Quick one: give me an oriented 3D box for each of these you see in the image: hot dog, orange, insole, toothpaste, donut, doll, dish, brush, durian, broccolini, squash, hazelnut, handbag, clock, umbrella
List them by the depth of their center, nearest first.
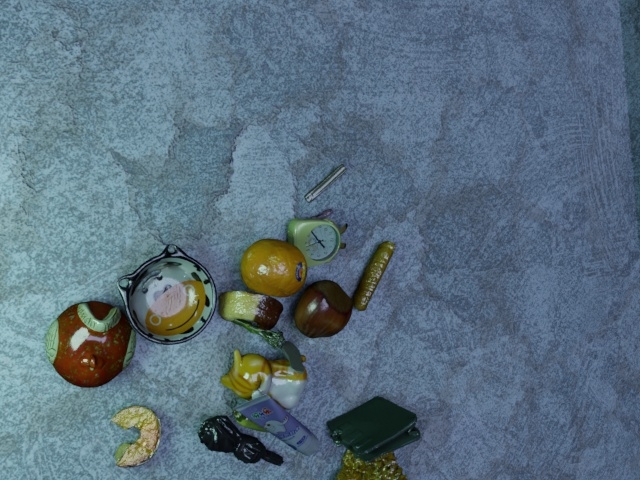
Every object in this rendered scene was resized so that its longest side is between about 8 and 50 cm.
[{"bbox_3d":[-0.555,0.582,1.706,0.146,0.078,0.181,-8,87,-28],"label":"donut"},{"bbox_3d":[-0.467,0.171,1.723,0.303,0.120,0.302,1,89,-28],"label":"dish"},{"bbox_3d":[-0.223,0.226,1.825,0.217,0.141,0.085,15,66,-14],"label":"donut"},{"bbox_3d":[-0.150,0.090,1.834,0.220,0.219,0.192,1,82,-27],"label":"orange"},{"bbox_3d":[-0.251,0.670,1.852,0.340,0.118,0.118,35,74,-32],"label":"umbrella"},{"bbox_3d":[-0.169,0.455,1.856,0.270,0.162,0.166,16,103,-31],"label":"doll"},{"bbox_3d":[-0.130,0.603,1.861,0.125,0.079,0.371,-26,129,16],"label":"toothpaste"},{"bbox_3d":[-0.230,0.583,1.873,0.200,0.075,0.090,31,95,-46],"label":"squash"},{"bbox_3d":[-0.091,0.386,1.883,0.063,0.192,0.010,15,106,-19],"label":"insole"},{"bbox_3d":[-0.213,0.296,1.889,0.216,0.058,0.067,33,79,-22],"label":"broccolini"},{"bbox_3d":[0.003,0.232,1.943,0.210,0.210,0.186,3,65,-27],"label":"hazelnut"},{"bbox_3d":[0.000,0.000,1.975,0.232,0.069,0.169,-6,108,-27],"label":"clock"},{"bbox_3d":[0.186,0.663,1.987,0.260,0.248,0.079,-19,105,-27],"label":"handbag"},{"bbox_3d":[0.017,-0.205,2.028,0.190,0.028,0.034,-42,104,-13],"label":"brush"},{"bbox_3d":[0.199,0.822,2.082,0.305,0.185,0.195,19,58,-18],"label":"durian"},{"bbox_3d":[0.194,0.127,2.090,0.068,0.083,0.288,30,76,-4],"label":"hot dog"}]

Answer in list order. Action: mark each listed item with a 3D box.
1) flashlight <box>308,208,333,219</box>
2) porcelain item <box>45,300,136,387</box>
[{"bbox_3d":[-0.002,-0.083,2.014,0.110,0.031,0.052,-32,128,-27],"label":"flashlight"},{"bbox_3d":[-0.635,0.295,1.578,0.253,0.253,0.252,0,90,-27],"label":"porcelain item"}]
